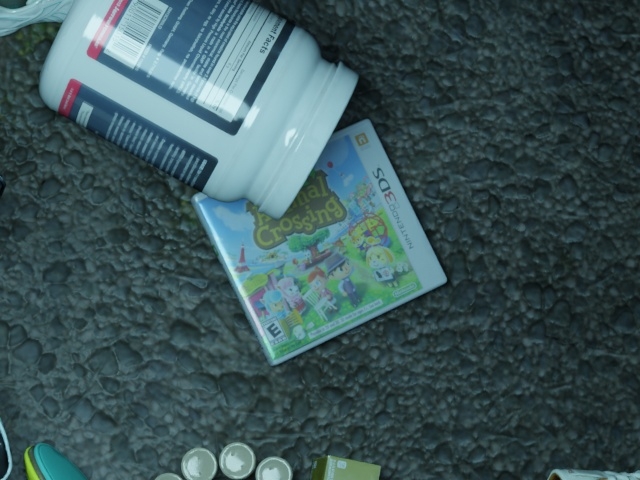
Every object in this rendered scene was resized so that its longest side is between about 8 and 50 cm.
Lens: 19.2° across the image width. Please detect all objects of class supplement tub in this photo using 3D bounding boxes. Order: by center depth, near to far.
[{"bbox_3d":[-0.120,-0.157,1.858,0.272,0.191,0.191,29,74,-4],"label":"supplement tub"}]

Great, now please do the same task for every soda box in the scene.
[{"bbox_3d":[0.011,0.309,1.882,0.058,0.061,0.181,12,77,-14],"label":"soda box"}]

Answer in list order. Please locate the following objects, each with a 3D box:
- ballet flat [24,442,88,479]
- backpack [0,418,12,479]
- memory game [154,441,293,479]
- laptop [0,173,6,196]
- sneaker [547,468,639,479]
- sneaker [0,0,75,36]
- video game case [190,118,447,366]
[{"bbox_3d":[-0.217,0.299,1.817,0.231,0.077,0.077,44,106,1],"label":"ballet flat"},{"bbox_3d":[-0.422,0.148,1.725,0.225,0.191,0.253,-25,94,-21],"label":"backpack"},{"bbox_3d":[-0.090,0.289,1.851,0.186,0.012,0.186,-1,81,7],"label":"memory game"},{"bbox_3d":[-0.504,-0.117,1.652,0.408,0.382,0.236,-2,80,-16],"label":"laptop"},{"bbox_3d":[0.314,0.266,1.950,0.290,0.106,0.123,-30,91,-17],"label":"sneaker"},{"bbox_3d":[-0.276,-0.246,1.909,0.152,0.061,0.053,-22,84,-19],"label":"sneaker"},{"bbox_3d":[0.000,0.000,1.957,0.212,0.023,0.193,-25,87,-18],"label":"video game case"}]
